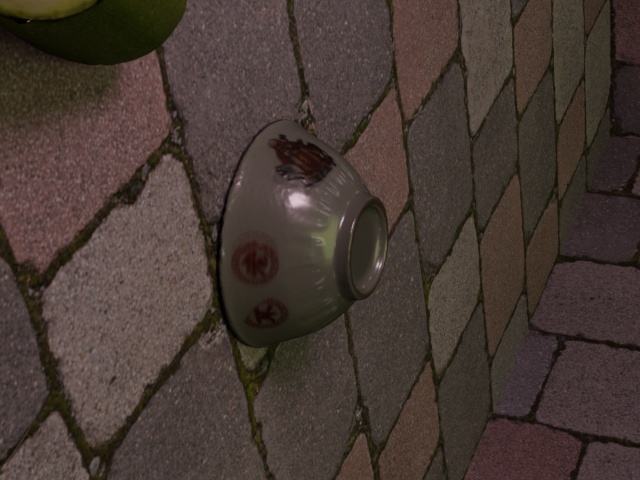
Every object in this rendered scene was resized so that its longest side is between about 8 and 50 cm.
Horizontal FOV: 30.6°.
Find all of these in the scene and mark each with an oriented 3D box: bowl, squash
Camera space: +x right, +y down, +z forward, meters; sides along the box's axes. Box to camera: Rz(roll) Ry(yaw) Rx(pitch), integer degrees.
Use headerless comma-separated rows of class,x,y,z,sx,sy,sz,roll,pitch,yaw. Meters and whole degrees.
bowl,0.000,0.000,1.672,0.337,0.157,0.337,8,90,-66
squash,-0.233,-0.267,1.108,0.260,0.189,0.189,-63,161,-86
